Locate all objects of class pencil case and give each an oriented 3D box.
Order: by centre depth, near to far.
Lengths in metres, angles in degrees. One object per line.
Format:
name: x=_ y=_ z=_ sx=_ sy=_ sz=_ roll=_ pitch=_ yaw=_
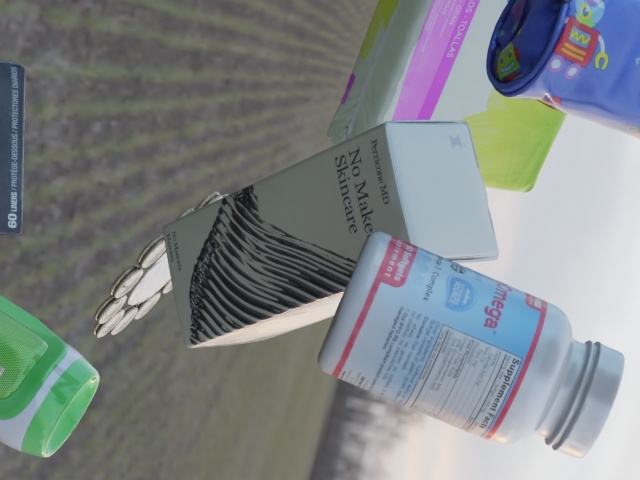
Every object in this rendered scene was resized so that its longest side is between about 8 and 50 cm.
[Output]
pencil case: x=0.294 y=-0.152 z=1.369 sx=0.119 sy=0.306 sz=0.133 roll=0 pitch=-104 yaw=66

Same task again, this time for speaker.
speaker: x=-0.390 y=0.111 z=1.673 sx=0.131 sy=0.297 sz=0.131 roll=-58 pitch=174 yaw=-10

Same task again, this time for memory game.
memory game: x=-0.151 y=0.023 z=1.488 sx=0.186 sy=0.012 sz=0.186 roll=-46 pitch=172 yaw=-9

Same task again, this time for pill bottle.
pill bottle: x=0.086 y=0.063 z=0.885 sx=0.087 sy=0.160 sz=0.087 roll=23 pitch=90 yaw=-89

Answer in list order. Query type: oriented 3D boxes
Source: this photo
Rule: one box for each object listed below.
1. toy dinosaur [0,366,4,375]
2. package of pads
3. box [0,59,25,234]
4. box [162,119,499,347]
toy dinosaur: x=-0.321 y=0.056 z=1.062 sx=0.322 sy=0.164 sz=0.218 roll=-48 pitch=174 yaw=-23
package of pads: x=0.166 y=-0.198 z=1.562 sx=0.101 sy=0.229 sz=0.296 roll=56 pitch=-48 yaw=49
box: x=-0.409 y=-0.086 z=1.372 sx=0.270 sy=0.143 sz=0.165 roll=2 pitch=87 yaw=-50
box: x=0.000 y=0.000 z=1.203 sx=0.275 sy=0.094 sz=0.113 roll=-24 pitch=-105 yaw=45
